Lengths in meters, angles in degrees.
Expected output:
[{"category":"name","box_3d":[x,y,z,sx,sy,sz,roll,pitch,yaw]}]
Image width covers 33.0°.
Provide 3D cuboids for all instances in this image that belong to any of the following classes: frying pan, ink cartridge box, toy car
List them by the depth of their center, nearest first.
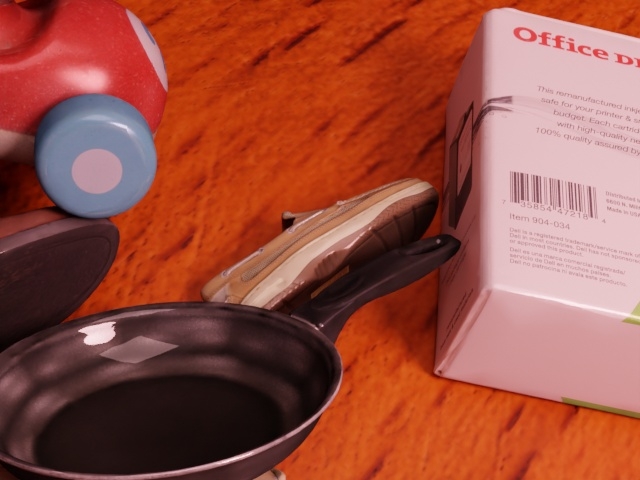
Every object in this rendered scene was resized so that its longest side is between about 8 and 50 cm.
[{"category":"frying pan","box_3d":[-0.059,0.061,0.628,0.197,0.053,0.326,7,21,24]},{"category":"toy car","box_3d":[-0.184,-0.172,0.673,0.210,0.238,0.219,8,27,-20]},{"category":"ink cartridge box","box_3d":[0.196,-0.023,0.782,0.198,0.114,0.272,12,51,-5]}]

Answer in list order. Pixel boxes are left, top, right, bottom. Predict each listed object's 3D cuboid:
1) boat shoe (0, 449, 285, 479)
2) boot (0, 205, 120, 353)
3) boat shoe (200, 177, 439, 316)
[{"category":"boat shoe","box_3d":[-0.048,0.163,0.575,0.302,0.113,0.103,3,58,-11]},{"category":"boot","box_3d":[-0.303,-0.029,0.700,0.264,0.096,0.280,-27,56,-22]},{"category":"boat shoe","box_3d":[0.000,0.000,0.750,0.190,0.068,0.072,-31,54,-32]}]
